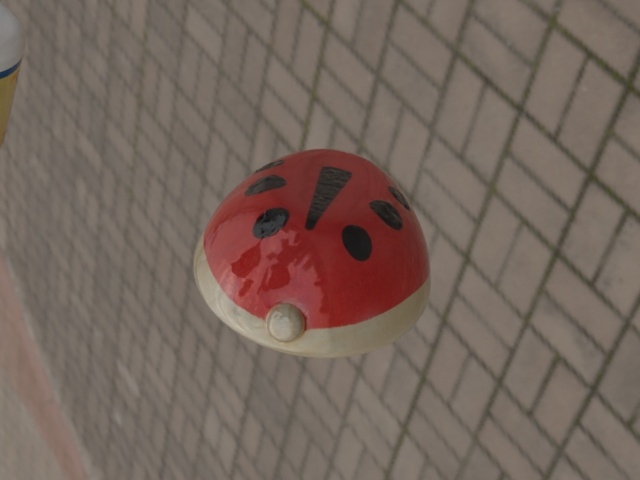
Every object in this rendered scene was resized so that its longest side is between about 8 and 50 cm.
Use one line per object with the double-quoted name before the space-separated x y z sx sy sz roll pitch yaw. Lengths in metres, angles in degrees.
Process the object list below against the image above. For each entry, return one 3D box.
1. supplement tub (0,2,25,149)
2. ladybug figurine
"supplement tub" -0.414 -0.164 1.324 0.144 0.144 0.199 52 135 30
"ladybug figurine" 0.000 0.000 1.525 0.449 0.305 0.162 -75 -3 -67
